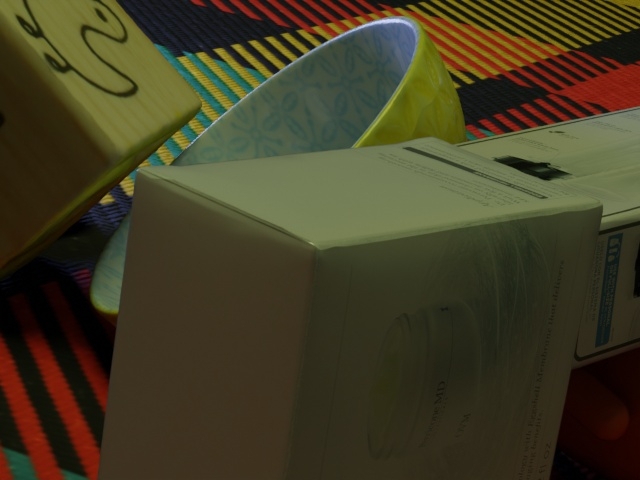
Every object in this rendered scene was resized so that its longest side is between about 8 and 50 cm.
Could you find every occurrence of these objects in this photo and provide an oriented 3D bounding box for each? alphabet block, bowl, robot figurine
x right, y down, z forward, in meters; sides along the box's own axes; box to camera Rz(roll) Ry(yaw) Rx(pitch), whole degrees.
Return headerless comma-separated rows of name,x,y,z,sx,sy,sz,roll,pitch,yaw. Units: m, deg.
alphabet block,-0.235,-0.094,1.408,0.197,0.193,0.192,49,22,-2
bowl,0.000,0.000,1.355,0.156,0.289,0.289,50,6,-19
robot figurine,0.209,0.094,1.254,0.158,0.128,0.219,-33,37,-28

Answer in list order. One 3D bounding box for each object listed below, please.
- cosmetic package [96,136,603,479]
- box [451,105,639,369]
cosmetic package,0.014,0.076,1.049,0.225,0.224,0.138,-8,24,-44
box,0.187,-0.012,1.232,0.290,0.087,0.169,-14,25,-43
